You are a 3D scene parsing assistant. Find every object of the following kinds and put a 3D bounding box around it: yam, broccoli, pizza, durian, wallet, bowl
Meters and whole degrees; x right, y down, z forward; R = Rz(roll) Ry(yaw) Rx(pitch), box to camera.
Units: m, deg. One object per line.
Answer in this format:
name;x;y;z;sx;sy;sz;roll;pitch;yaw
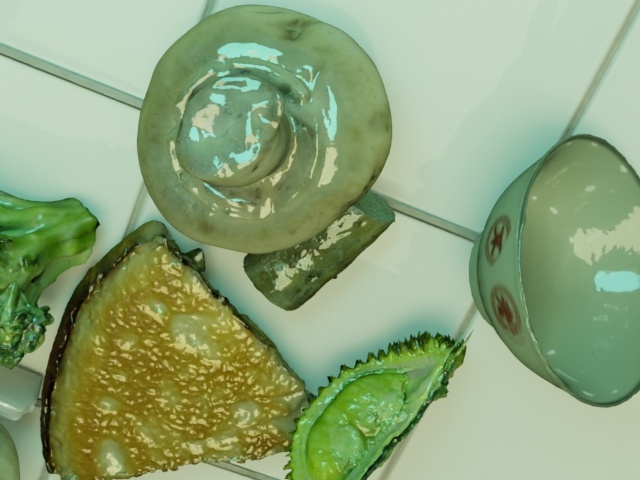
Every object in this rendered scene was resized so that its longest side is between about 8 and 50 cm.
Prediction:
yam;0.000;0.000;1.142;0.194;0.107;0.107;-41;107;14
broccoli;-0.428;0.015;1.126;0.245;0.248;0.288;-12;105;-34
pizza;-0.235;0.161;1.224;0.435;0.080;0.392;-11;112;3
durian;0.077;0.266;1.182;0.352;0.169;0.158;-44;116;-17
wallet;-0.496;0.194;1.226;0.190;0.095;0.033;29;116;-10
bowl;0.298;0.044;1.103;0.157;0.337;0.337;-10;120;49

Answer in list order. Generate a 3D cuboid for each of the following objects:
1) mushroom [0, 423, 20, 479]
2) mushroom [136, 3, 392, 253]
mushroom;-0.588;0.345;1.189;0.353;0.353;0.325;-12;90;5
mushroom;-0.081;-0.127;0.964;0.314;0.336;0.314;0;93;7
